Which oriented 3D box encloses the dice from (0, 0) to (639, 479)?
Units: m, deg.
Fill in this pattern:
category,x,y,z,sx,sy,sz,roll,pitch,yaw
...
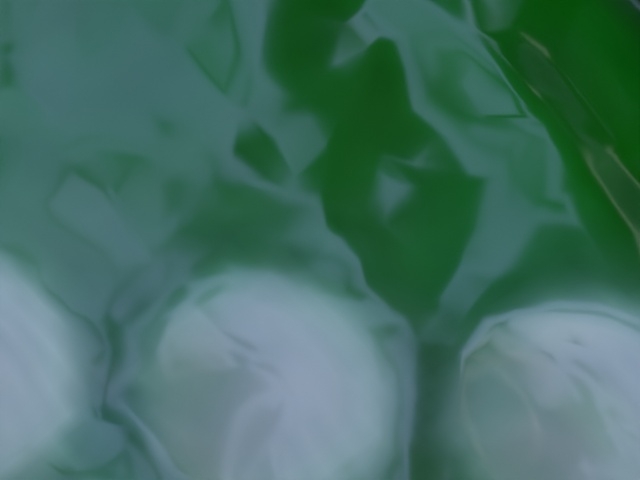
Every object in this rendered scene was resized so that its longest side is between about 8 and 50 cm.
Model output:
category,x,y,z,sx,sy,sz,roll,pitch,yaw
dice,0.000,0.000,0.537,0.297,0.300,0.287,48,-163,-9
